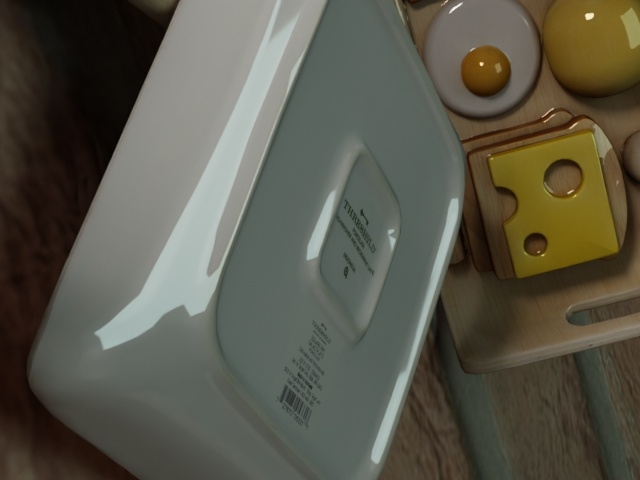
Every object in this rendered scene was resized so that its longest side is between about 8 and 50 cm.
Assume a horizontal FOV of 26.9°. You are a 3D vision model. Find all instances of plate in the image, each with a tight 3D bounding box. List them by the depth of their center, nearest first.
[{"bbox_3d":[0.000,0.000,0.614,0.277,0.045,0.278,56,48,-53],"label":"plate"}]

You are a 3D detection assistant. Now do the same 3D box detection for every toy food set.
[{"bbox_3d":[0.154,-0.085,0.793,0.092,0.219,0.306,-94,169,-75],"label":"toy food set"}]

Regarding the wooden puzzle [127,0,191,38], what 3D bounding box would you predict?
[{"bbox_3d":[-0.139,-0.277,0.484,0.348,0.080,0.322,34,55,-59],"label":"wooden puzzle"}]
